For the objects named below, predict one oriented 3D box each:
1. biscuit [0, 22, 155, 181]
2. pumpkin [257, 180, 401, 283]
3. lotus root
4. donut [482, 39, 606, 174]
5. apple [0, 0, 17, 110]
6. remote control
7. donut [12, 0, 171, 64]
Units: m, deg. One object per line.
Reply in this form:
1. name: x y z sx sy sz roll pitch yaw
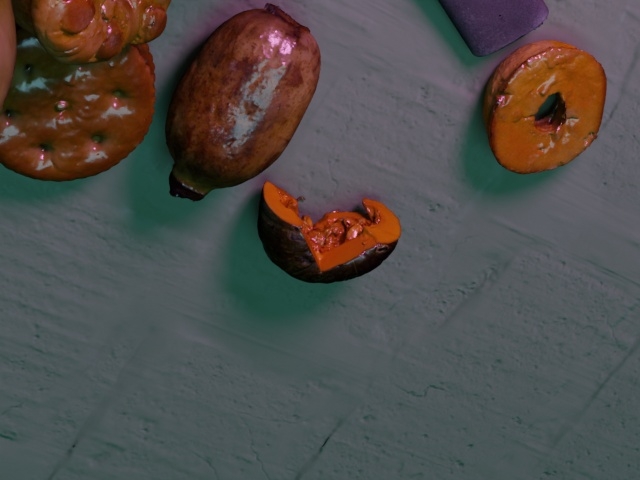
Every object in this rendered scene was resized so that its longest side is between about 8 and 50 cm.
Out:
1. biscuit: -0.294 -0.167 1.858 0.220 0.066 0.220 -7 129 -9
2. pumpkin: 0.000 0.000 2.036 0.183 0.119 0.108 11 119 -17
3. lotus root: -0.099 -0.152 1.889 0.145 0.128 0.260 28 108 -16
4. donut: 0.274 -0.172 2.031 0.162 0.065 0.178 -4 125 -21
5. apple: -0.503 -0.252 1.502 0.473 0.473 0.474 -8 127 -11
6. remote control: 0.141 -0.358 1.848 0.107 0.044 0.377 -27 134 14
7. donut: -0.230 -0.291 1.695 0.226 0.114 0.226 -42 151 -29
